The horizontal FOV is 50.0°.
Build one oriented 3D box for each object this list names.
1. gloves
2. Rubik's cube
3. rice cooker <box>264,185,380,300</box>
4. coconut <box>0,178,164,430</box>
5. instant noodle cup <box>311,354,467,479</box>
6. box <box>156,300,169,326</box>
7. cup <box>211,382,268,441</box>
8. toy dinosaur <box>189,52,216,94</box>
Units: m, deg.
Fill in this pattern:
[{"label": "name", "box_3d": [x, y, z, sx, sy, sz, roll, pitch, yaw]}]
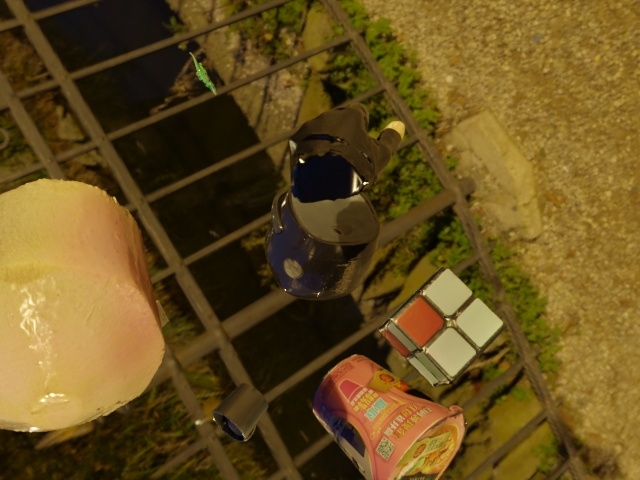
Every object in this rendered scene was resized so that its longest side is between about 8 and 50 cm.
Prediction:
[{"label": "gloves", "box_3d": [0.050, -0.167, 1.235, 0.197, 0.301, 0.152, -6, 102, 14]}, {"label": "Rubik's cube", "box_3d": [0.246, 0.181, 1.422, 0.180, 0.167, 0.183, 46, 167, 6]}, {"label": "rice cooker", "box_3d": [0.000, 0.000, 1.585, 0.267, 0.267, 0.224, 46, 139, 23]}, {"label": "coconut", "box_3d": [-0.276, 0.077, 0.687, 0.245, 0.233, 0.233, -113, 14, -48]}, {"label": "instant noodle cup", "box_3d": [0.120, 0.363, 1.360, 0.255, 0.244, 0.244, 37, 145, 36]}, {"label": "box", "box_3d": [-0.325, 0.151, 1.313, 0.051, 0.036, 0.117, 64, -179, -6]}, {"label": "cup", "box_3d": [-0.141, 0.320, 1.254, 0.078, 0.077, 0.100, 15, 137, 36]}, {"label": "toy dinosaur", "box_3d": [-0.224, -0.314, 1.310, 0.062, 0.021, 0.083, 57, -178, 37]}]
